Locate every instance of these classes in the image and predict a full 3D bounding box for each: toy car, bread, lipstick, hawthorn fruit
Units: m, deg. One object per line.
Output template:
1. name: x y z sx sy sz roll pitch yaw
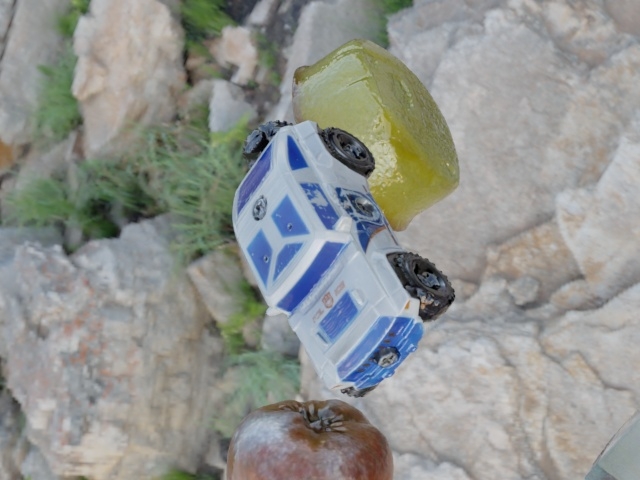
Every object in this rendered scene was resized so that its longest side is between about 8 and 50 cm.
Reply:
1. toy car: 0.000 0.000 0.555 0.080 0.070 0.170 -51 48 29
2. bread: 0.076 -0.148 1.376 0.148 0.270 0.270 -32 60 24
3. lipstick: 0.380 0.204 1.084 0.080 0.371 0.076 37 67 18
4. hawthorn fruit: -0.012 0.336 1.396 0.235 0.263 0.231 -12 41 -2
